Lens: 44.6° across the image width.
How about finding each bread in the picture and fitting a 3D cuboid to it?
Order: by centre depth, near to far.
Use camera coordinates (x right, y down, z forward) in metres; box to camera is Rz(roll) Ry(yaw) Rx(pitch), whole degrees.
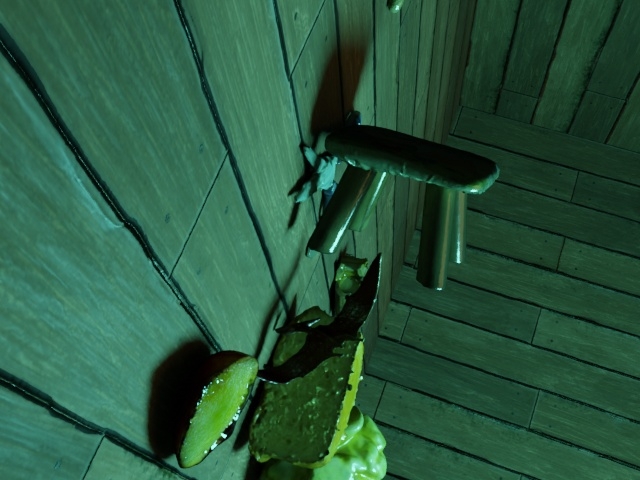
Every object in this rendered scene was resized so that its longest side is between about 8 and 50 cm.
[{"bbox_3d":[-0.016,0.324,1.634,0.179,0.194,0.340,69,35,-59],"label":"bread"}]

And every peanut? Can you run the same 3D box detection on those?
[{"bbox_3d":[0.167,-0.526,1.669,0.037,0.037,0.083,57,47,-75],"label":"peanut"}]

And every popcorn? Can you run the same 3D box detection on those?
[{"bbox_3d":[0.016,0.516,1.806,0.292,0.334,0.294,-26,112,-26],"label":"popcorn"}]

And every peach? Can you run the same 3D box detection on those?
[{"bbox_3d":[-0.168,0.235,1.133,0.189,0.068,0.279,-60,166,-20],"label":"peach"}]

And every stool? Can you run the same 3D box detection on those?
[{"bbox_3d":[0.158,-0.078,1.487,0.310,0.310,0.226,-34,140,-67],"label":"stool"}]

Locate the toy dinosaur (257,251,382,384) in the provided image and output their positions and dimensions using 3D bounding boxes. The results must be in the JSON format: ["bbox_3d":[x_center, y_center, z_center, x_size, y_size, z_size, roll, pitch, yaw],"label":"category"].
[{"bbox_3d":[0.001,0.153,1.480,0.113,0.327,0.206,64,0,-26],"label":"toy dinosaur"}]

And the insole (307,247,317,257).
[{"bbox_3d":[0.000,0.000,1.710,0.192,0.010,0.063,-31,138,-74],"label":"insole"}]

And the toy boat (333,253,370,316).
[{"bbox_3d":[0.080,0.148,2.099,0.310,0.089,0.115,92,10,-52],"label":"toy boat"}]

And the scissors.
[{"bbox_3d":[0.011,-0.138,1.521,0.383,0.029,0.256,-19,124,-75],"label":"scissors"}]
